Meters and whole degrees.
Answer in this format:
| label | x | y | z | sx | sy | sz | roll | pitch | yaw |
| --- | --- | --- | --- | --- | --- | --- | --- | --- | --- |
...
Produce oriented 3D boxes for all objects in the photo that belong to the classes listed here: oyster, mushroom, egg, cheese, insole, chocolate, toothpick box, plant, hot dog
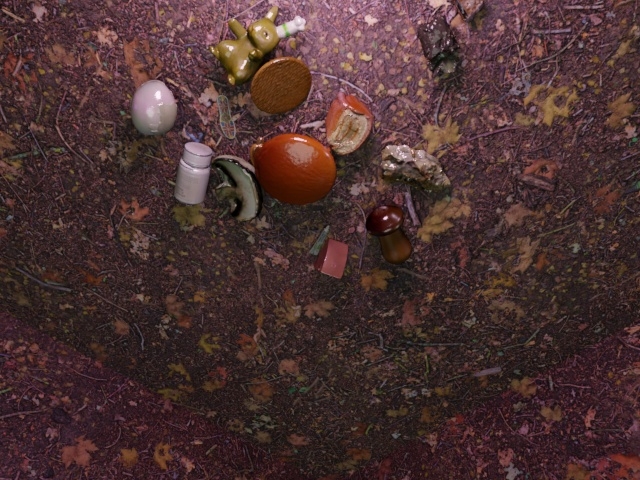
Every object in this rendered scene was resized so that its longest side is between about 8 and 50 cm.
| label | x | y | z | sx | sy | sz | roll | pitch | yaw |
| --- | --- | --- | --- | --- | --- | --- | --- | --- | --- |
| oyster | 0.432 | -0.311 | 1.912 | 0.354 | 0.107 | 0.201 | 14 | 126 | -7 |
| mushroom | -0.380 | -0.252 | 1.969 | 0.247 | 0.130 | 0.344 | -10 | 122 | 27 |
| egg | -0.687 | -0.550 | 1.747 | 0.183 | 0.183 | 0.217 | 9 | 119 | -4 |
| cheese | 0.047 | 0.124 | 2.158 | 0.128 | 0.177 | 0.203 | 21 | 121 | -12 |
| insole | -0.412 | -0.537 | 1.849 | 0.065 | 0.006 | 0.194 | -3 | 123 | 4 |
| chocolate | 0.475 | -0.948 | 1.526 | 0.102 | 0.065 | 0.329 | -43 | 115 | 4 |
| toothpick box | 0.336 | -0.032 | 2.051 | 0.192 | 0.192 | 0.294 | -19 | 127 | 13 |
| plant | 0.453 | -0.738 | 1.619 | 0.142 | 0.131 | 0.203 | -31 | 118 | 16 |
| hot dog | -0.275 | -0.394 | 1.910 | 0.089 | 0.060 | 0.140 | -8 | 130 | 3 |

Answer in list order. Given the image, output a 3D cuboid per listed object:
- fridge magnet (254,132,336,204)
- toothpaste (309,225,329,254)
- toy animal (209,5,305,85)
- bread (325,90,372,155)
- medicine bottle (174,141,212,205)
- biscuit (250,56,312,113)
| label | x | y | z | sx | sy | sz | roll | pitch | yaw |
| --- | --- | --- | --- | --- | --- | --- | --- | --- | --- |
| fridge magnet | -0.109 | -0.309 | 1.857 | 0.363 | 0.155 | 0.364 | 3 | 134 | 3 |
| toothpaste | 0.000 | 0.000 | 2.169 | 0.048 | 0.029 | 0.197 | 22 | 124 | -12 |
| toy animal | -0.246 | -0.754 | 1.595 | 0.363 | 0.180 | 0.181 | -37 | 82 | 27 |
| bread | 0.112 | -0.479 | 1.802 | 0.190 | 0.123 | 0.244 | 19 | 123 | -12 |
| medicine bottle | -0.575 | -0.302 | 1.924 | 0.143 | 0.143 | 0.258 | 18 | 122 | -10 |
| biscuit | -0.160 | -0.621 | 1.703 | 0.261 | 0.037 | 0.262 | -19 | 152 | -10 |
